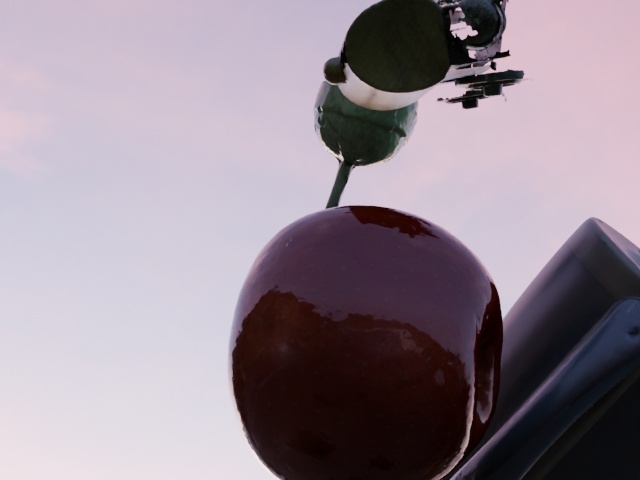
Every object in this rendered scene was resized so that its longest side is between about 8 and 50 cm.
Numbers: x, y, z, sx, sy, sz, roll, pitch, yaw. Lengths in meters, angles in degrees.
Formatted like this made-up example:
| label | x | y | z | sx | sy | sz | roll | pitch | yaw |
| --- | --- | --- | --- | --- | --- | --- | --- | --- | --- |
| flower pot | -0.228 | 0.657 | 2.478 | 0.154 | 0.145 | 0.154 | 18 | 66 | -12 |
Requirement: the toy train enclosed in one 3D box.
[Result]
| label | x | y | z | sx | sy | sz | roll | pitch | yaw |
| --- | --- | --- | --- | --- | --- | --- | --- | --- | --- |
| toy train | 0.097 | -0.194 | 1.400 | 0.190 | 0.126 | 0.307 | 1 | 2 | -1 |

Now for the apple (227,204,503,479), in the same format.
| label | x | y | z | sx | sy | sz | roll | pitch | yaw |
| --- | --- | --- | --- | --- | --- | --- | --- | --- | --- |
| apple | 0.042 | 0.104 | 1.267 | 0.217 | 0.260 | 0.260 | 5 | -33 | 16 |

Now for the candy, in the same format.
| label | x | y | z | sx | sy | sz | roll | pitch | yaw |
| --- | --- | --- | --- | --- | --- | --- | --- | --- | --- |
| candy | 0.000 | 0.000 | 1.639 | 0.119 | 0.439 | 0.119 | 20 | -3 | 1 |

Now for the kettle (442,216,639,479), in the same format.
| label | x | y | z | sx | sy | sz | roll | pitch | yaw |
| --- | --- | --- | --- | --- | --- | --- | --- | --- | --- |
| kettle | 0.239 | 0.176 | 1.451 | 0.342 | 0.247 | 0.319 | -48 | -19 | 11 |
